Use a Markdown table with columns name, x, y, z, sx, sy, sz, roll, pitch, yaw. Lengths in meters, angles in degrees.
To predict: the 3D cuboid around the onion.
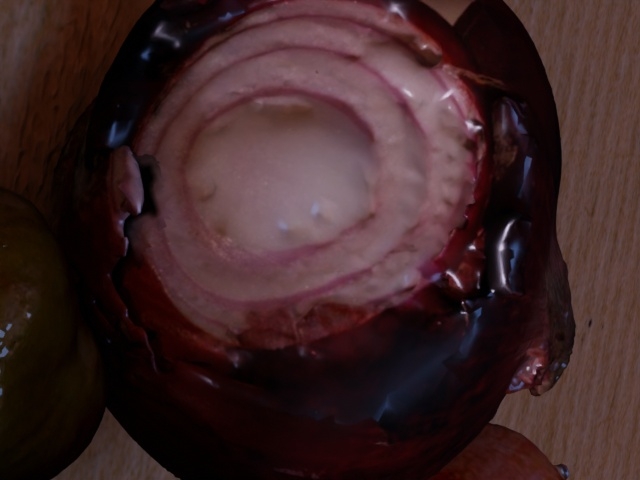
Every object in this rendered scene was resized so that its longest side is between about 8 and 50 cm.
| name | x | y | z | sx | sy | sz | roll | pitch | yaw |
| --- | --- | --- | --- | --- | --- | --- | --- | --- | --- |
| onion | -0.008 | 0.002 | 1.188 | 0.341 | 0.341 | 0.341 | -28 | 123 | -54 |

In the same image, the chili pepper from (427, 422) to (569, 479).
| name | x | y | z | sx | sy | sz | roll | pitch | yaw |
| --- | --- | --- | --- | --- | --- | --- | --- | --- | --- |
| chili pepper | 0.078 | 0.294 | 1.502 | 0.305 | 0.229 | 0.251 | -28 | 140 | -55 |

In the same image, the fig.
| name | x | y | z | sx | sy | sz | roll | pitch | yaw |
| --- | --- | --- | --- | --- | --- | --- | --- | --- | --- |
| fig | -0.228 | 0.080 | 1.001 | 0.274 | 0.145 | 0.170 | -29 | 124 | -37 |
